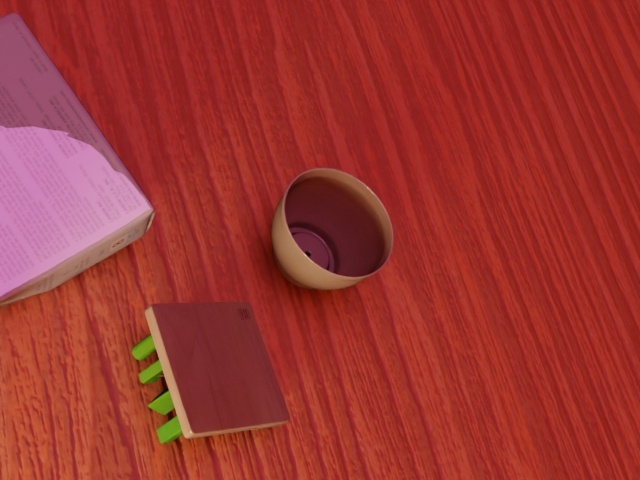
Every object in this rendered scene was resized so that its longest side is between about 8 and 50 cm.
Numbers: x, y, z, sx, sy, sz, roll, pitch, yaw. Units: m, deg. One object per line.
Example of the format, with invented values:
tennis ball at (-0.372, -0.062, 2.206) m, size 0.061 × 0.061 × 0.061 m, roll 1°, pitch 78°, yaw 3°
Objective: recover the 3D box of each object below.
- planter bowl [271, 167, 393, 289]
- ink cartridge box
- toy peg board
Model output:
planter bowl at (0.000, 0.000, 1.530) m, size 0.162 × 0.109 × 0.162 m, roll 15°, pitch 55°, yaw -24°
ink cartridge box at (-0.435, -0.053, 1.340) m, size 0.385 × 0.091 × 0.308 m, roll -32°, pitch 82°, yaw -23°
toy peg board at (-0.141, 0.163, 1.383) m, size 0.160 × 0.079 × 0.161 m, roll 2°, pitch 61°, yaw -48°
